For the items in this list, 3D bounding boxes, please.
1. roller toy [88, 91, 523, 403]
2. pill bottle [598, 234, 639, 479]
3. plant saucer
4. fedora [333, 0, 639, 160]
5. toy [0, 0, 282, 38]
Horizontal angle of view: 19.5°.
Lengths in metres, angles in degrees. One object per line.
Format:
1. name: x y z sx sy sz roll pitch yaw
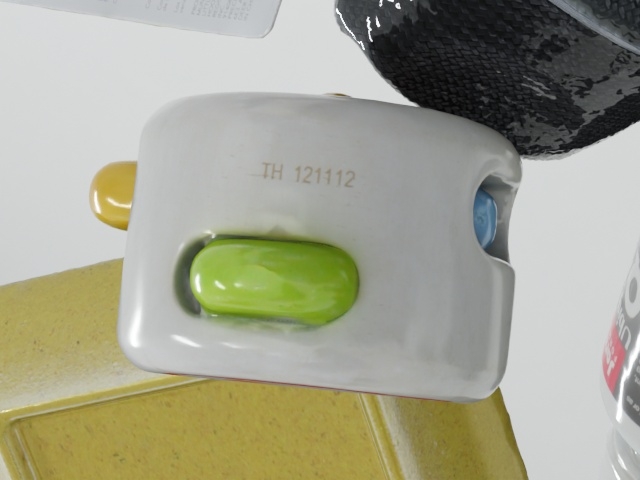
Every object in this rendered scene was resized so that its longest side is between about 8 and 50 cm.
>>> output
1. roller toy: 0.000 0.000 0.917 0.191 0.146 0.209 9 174 -29
2. pill bottle: 0.282 0.054 1.215 0.176 0.319 0.176 7 -144 -5
3. plant saucer: -0.045 0.166 1.120 0.081 0.332 0.333 -63 -43 -65
4. fedora: 0.117 -0.140 1.010 0.334 0.152 0.334 30 -150 -19
5. toy: -0.067 -0.132 0.571 0.237 0.137 0.056 13 174 44
